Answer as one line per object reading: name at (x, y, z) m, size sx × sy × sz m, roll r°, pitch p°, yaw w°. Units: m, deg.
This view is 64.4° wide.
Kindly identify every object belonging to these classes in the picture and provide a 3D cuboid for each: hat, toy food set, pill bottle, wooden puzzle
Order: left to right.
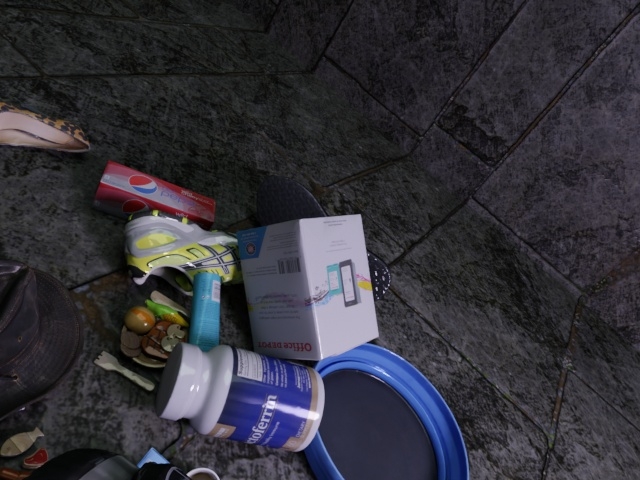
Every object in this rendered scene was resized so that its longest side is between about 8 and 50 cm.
hat at (-0.494, 0.100, 0.718) m, size 0.331 × 0.134 × 0.331 m, roll 25°, pitch 33°, yaw -17°
toy food set at (-0.429, 0.314, 0.693) m, size 0.078 × 0.019 × 0.122 m, roll 47°, pitch 26°, yaw 17°
toy food set at (-0.307, 0.174, 0.940) m, size 0.132 × 0.038 × 0.192 m, roll 31°, pitch 40°, yaw -4°
pill bottle at (-0.139, 0.271, 0.892) m, size 0.264 × 0.153 × 0.153 m, roll 20°, pitch 35°, yaw -22°
wooden puzzle at (0.022, 0.342, 1.086) m, size 0.083 × 0.006 × 0.049 m, roll 38°, pitch 32°, yaw 3°

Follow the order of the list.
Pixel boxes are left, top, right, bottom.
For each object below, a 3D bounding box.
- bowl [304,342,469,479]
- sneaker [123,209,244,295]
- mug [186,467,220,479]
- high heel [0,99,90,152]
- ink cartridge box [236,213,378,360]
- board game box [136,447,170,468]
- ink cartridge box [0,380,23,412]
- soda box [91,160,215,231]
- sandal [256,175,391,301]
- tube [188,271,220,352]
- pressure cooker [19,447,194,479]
bowl at (0.128, 0.394, 1.044) m, size 0.391 × 0.077 × 0.391 m, roll 25°, pitch 35°, yaw -19°
sneaker at (-0.245, 0.056, 1.120) m, size 0.384 × 0.145 × 0.147 m, roll 15°, pitch 65°, yaw -31°
mug at (-0.193, 0.381, 0.778) m, size 0.078 × 0.064 × 0.062 m, roll 12°, pitch 65°, yaw -10°
high heel at (-0.644, -0.232, 1.117) m, size 0.186 × 0.093 × 0.261 m, roll 28°, pitch 24°, yaw -1°
ink cartridge box at (-0.026, 0.095, 1.074) m, size 0.197 × 0.198 × 0.270 m, roll -8°, pitch 90°, yaw -49°
board game box at (-0.208, 0.419, 0.690) m, size 0.211 × 0.039 × 0.160 m, roll 38°, pitch 56°, yaw 5°
ink cartridge box at (-0.557, 0.196, 0.697) m, size 0.208 × 0.045 × 0.206 m, roll -12°, pitch 56°, yaw -49°
soda box at (-0.383, -0.085, 1.187) m, size 0.263 × 0.083 × 0.092 m, roll 20°, pitch 35°, yaw -23°
sandal at (-0.001, 0.003, 1.398) m, size 0.445 × 0.167 × 0.107 m, roll 43°, pitch 7°, yaw -3°
tube at (-0.224, 0.167, 0.983) m, size 0.080 × 0.052 × 0.207 m, roll 17°, pitch 63°, yaw -40°
pressure cooker at (-0.158, 0.441, 0.437) m, size 0.420 × 0.376 × 0.370 m, roll 32°, pitch 30°, yaw 6°
